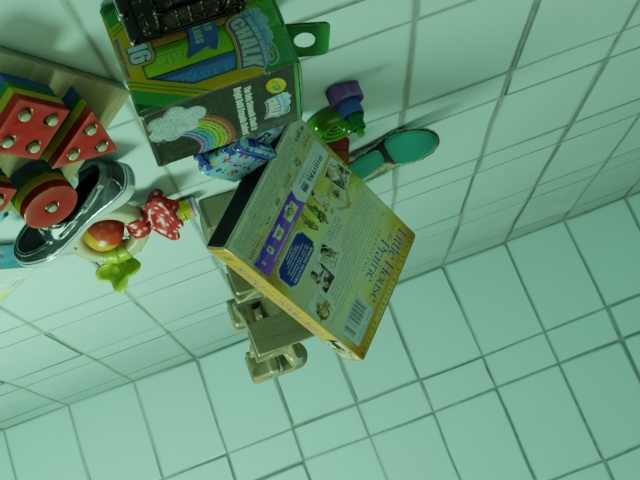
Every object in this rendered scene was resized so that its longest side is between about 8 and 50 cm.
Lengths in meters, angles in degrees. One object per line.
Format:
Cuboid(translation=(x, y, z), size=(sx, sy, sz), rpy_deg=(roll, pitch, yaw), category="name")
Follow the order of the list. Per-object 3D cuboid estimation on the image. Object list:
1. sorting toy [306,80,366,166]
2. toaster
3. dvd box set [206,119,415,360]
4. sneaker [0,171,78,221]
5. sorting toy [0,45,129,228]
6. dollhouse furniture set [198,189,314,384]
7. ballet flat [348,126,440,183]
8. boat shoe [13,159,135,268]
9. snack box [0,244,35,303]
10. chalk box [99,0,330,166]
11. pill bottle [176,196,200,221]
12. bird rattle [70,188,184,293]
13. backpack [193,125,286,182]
Cuboid(translation=(0.042, -0.181, 1.844), size=(0.127, 0.126, 0.365), rpy_deg=(-17, 164, -13), category="sorting toy")
Cuboid(translation=(-0.172, -0.333, 1.095), size=(0.186, 0.110, 0.168), rpy_deg=(-20, 165, -5), category="toaster")
Cuboid(translation=(0.000, 0.000, 1.774), size=(0.062, 0.307, 0.420), rpy_deg=(0, 148, 46), category="dvd box set")
Cuboid(translation=(-0.556, -0.045, 1.476), size=(0.366, 0.150, 0.135), rpy_deg=(-11, 162, -31), category="sneaker")
Cuboid(translation=(-0.418, -0.128, 1.335), size=(0.257, 0.089, 0.255), rpy_deg=(-51, 154, 18), category="sorting toy")
Cuboid(translation=(-0.084, 0.076, 2.033), size=(0.257, 0.394, 0.362), rpy_deg=(-19, 164, -11), category="dollhouse furniture set")
Cuboid(translation=(0.150, -0.195, 2.054), size=(0.241, 0.091, 0.077), rpy_deg=(-21, -165, 14), category="ballet flat")
Cuboid(translation=(-0.470, -0.048, 1.662), size=(0.301, 0.108, 0.102), rpy_deg=(-31, 162, 24), category="boat shoe")
Cuboid(translation=(-0.738, 0.104, 1.895), size=(0.187, 0.060, 0.322), rpy_deg=(-4, 156, -46), category="snack box")
Cuboid(translation=(-0.130, -0.255, 1.290), size=(0.289, 0.179, 0.180), rpy_deg=(-20, 163, -7), category="chalk box")
Cuboid(translation=(-0.300, -0.059, 1.951), size=(0.083, 0.043, 0.043), rpy_deg=(-21, 164, 0), category="pill bottle")
Cuboid(translation=(-0.403, -0.010, 1.853), size=(0.207, 0.143, 0.253), rpy_deg=(15, 141, -38), category="bird rattle")
Cuboid(translation=(-0.131, -0.194, 1.599), size=(0.173, 0.116, 0.158), rpy_deg=(-29, 163, 17), category="backpack")
